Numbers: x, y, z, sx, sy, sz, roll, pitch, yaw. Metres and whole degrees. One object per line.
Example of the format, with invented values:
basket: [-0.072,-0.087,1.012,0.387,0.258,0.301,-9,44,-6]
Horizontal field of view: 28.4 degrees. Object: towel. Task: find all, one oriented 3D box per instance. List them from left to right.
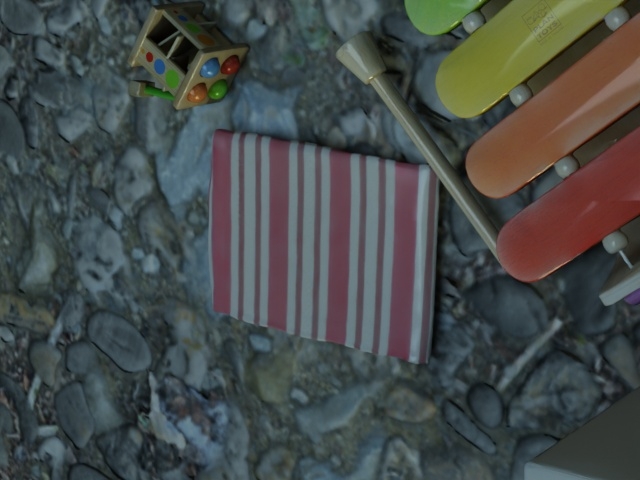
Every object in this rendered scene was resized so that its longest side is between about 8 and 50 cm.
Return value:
towel: [0.000,0.000,0.912,0.197,0.029,0.144,12,110,32]

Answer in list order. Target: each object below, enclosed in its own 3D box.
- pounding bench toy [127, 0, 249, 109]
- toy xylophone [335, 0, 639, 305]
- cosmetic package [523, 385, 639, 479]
pounding bench toy: [-0.102,-0.123,0.939,0.065,0.052,0.083,45,125,19]
toy xylophone: [0.123,-0.105,0.745,0.322,0.081,0.236,52,124,14]
cosmetic package: [0.215,0.197,0.668,0.138,0.225,0.224,9,107,36]
